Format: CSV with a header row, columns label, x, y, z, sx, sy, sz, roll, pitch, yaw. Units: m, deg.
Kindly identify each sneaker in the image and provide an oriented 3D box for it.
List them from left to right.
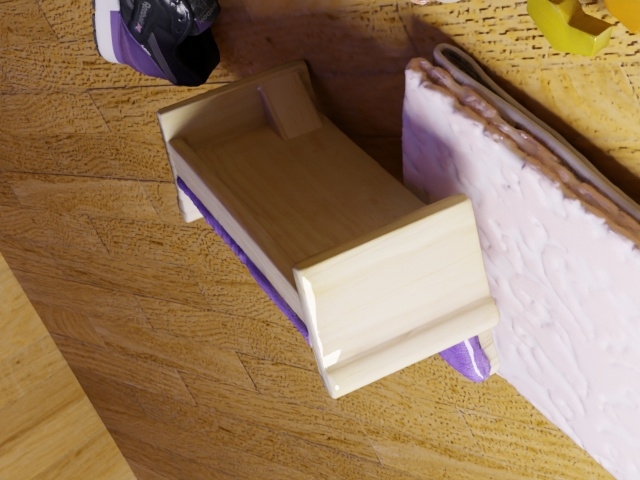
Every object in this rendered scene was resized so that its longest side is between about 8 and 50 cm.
label,x,y,z,sx,sy,sz,roll,pitch,yaw
sneaker,-0.144,-0.254,1.655,0.124,0.107,0.283,27,152,21

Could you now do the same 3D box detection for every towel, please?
label,x,y,z,sx,sy,sz,roll,pitch,yaw
towel,0.187,0.039,1.435,0.332,0.053,0.317,43,156,30

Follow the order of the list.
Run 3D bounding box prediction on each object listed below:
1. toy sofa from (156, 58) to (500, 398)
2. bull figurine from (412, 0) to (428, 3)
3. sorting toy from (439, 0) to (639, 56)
label,x,y,z,sx,sy,sz,roll,pitch,yaw
toy sofa,0.000,0.000,1.511,0.362,0.150,0.177,46,154,56
bull figurine,0.111,-0.221,0.860,0.310,0.188,0.101,92,160,-74
sorting toy,0.107,-0.252,1.212,0.307,0.041,0.229,53,153,2
